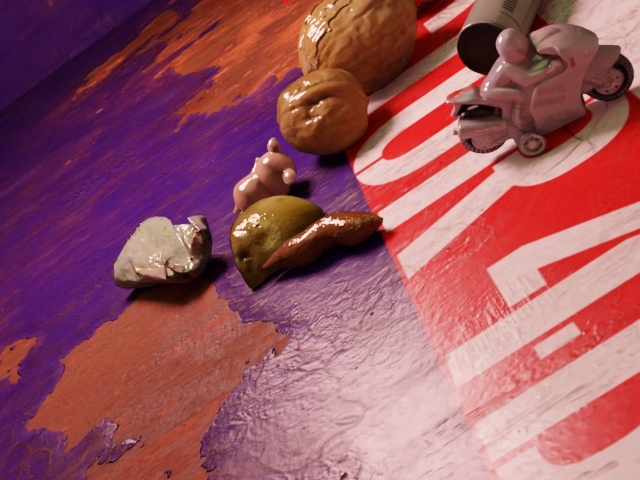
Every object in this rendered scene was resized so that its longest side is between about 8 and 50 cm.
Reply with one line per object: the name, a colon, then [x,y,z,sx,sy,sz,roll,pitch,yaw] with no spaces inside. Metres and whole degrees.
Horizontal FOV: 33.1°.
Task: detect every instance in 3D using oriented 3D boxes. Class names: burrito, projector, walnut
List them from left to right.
burrito: [-0.267,0.026,1.884,0.228,0.089,0.144,2,61,53]
walnut: [0.006,-0.221,1.879,0.166,0.149,0.167,-6,62,12]
walnut: [0.070,-0.370,1.978,0.245,0.198,0.198,-37,27,-3]
projector: [0.326,-0.418,1.825,0.108,0.108,0.337,-14,36,39]

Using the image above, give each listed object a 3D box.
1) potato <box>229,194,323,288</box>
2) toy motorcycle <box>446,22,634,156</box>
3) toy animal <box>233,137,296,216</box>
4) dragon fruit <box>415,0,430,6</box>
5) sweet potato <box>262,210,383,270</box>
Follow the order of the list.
potato: [-0.074,-0.014,1.715,0.120,0.081,0.149,-25,30,28]
toy motorcycle: [0.293,-0.223,1.496,0.260,0.171,0.110,-23,29,22]
toy animal: [-0.097,-0.097,1.872,0.150,0.083,0.089,-51,3,12]
dragon fruit: [0.119,-0.535,2.152,0.268,0.205,0.210,4,56,50]
sweet potato: [0.001,-0.003,1.635,0.218,0.051,0.065,-22,46,29]
